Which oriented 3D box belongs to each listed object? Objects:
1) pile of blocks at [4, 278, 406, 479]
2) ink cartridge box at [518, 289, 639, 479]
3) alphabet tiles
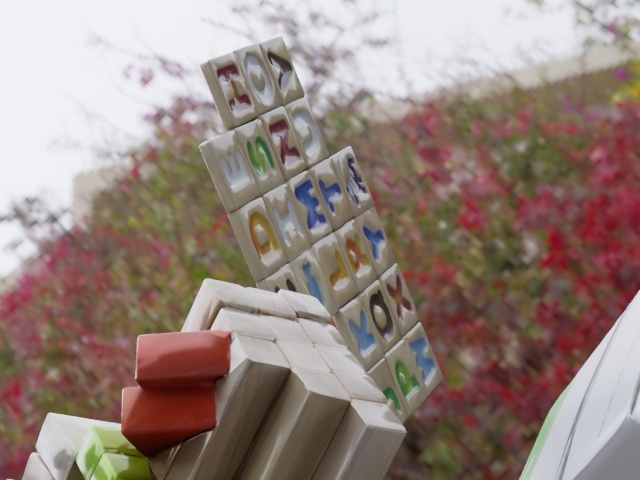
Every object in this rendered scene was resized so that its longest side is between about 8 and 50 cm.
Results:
[{"bbox_3d":[-0.110,0.154,0.864,0.113,0.149,0.362,13,-42,-32],"label":"pile of blocks"},{"bbox_3d":[0.202,0.117,0.814,0.115,0.198,0.273,-62,-5,-24],"label":"ink cartridge box"},{"bbox_3d":[0.000,0.000,1.065,0.009,0.237,0.198,-20,6,22],"label":"alphabet tiles"}]
